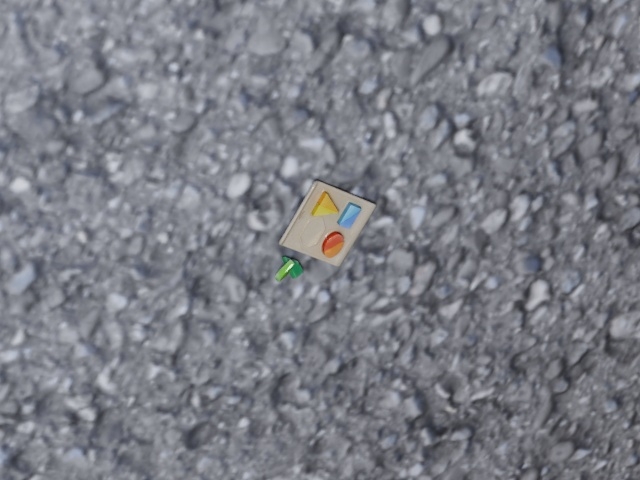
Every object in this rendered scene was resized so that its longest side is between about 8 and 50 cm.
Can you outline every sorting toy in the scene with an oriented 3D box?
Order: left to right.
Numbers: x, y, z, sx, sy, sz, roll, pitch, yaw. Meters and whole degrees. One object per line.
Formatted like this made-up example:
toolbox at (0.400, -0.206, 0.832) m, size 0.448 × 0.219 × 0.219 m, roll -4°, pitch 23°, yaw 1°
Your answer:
sorting toy at (0.000, 0.000, 1.114) m, size 0.062 × 0.012 × 0.083 m, roll 20°, pitch 109°, yaw -34°
